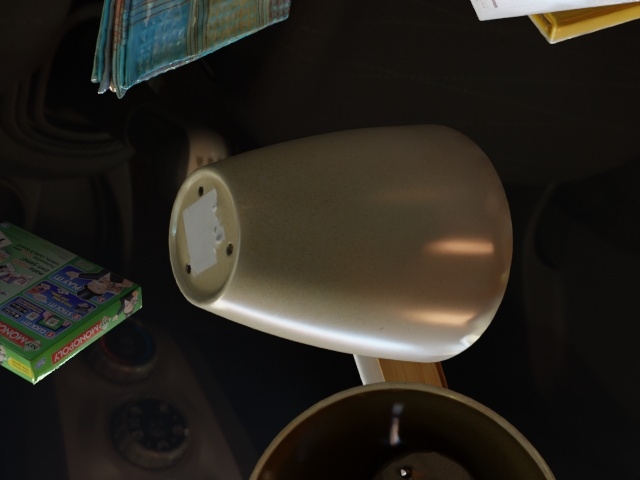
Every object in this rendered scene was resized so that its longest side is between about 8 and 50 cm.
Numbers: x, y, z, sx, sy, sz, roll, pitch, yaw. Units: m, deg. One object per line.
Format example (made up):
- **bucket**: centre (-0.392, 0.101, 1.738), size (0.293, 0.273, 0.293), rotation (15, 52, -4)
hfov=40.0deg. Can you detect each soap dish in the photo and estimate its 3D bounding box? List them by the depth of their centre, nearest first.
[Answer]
- **soap dish**: centre (0.133, 0.201, 1.389), size (0.118, 0.229, 0.291), rotation (-16, 102, 7)

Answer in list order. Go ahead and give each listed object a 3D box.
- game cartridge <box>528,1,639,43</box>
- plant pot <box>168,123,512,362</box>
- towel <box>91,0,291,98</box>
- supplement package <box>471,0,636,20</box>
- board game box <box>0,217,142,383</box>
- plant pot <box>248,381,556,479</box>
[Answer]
- **game cartridge**: centre (0.425, -0.453, 1.357), size (0.323, 0.285, 0.053), rotation (-20, 150, -12)
- **plant pot**: centre (0.000, 0.000, 0.869), size (0.274, 0.256, 0.257), rotation (1, 128, -37)
- **towel**: centre (-0.100, -0.325, 0.952), size (0.370, 0.040, 0.272), rotation (-42, 155, -52)
- **supplement package**: centre (0.208, -0.244, 0.558), size (0.244, 0.134, 0.139), rotation (-1, 162, 24)
- **board game box**: centre (-0.458, 0.077, 1.314), size (0.213, 0.317, 0.046), rotation (-39, 142, -44)
- **plant pot**: centre (0.078, 0.236, 0.721), size (0.237, 0.237, 0.254), rotation (-39, 166, 3)
